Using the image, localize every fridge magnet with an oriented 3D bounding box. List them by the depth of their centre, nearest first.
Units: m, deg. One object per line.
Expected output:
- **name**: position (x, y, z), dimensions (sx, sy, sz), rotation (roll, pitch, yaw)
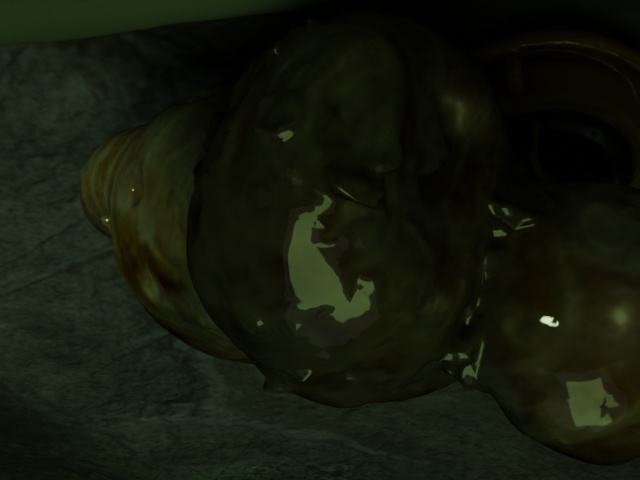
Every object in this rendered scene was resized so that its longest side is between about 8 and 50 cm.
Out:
- **fridge magnet**: position (0.126, -0.058, 0.550), dimensions (0.143, 0.063, 0.143), rotation (4, 142, 3)

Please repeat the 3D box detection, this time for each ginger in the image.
- **ginger**: position (0.000, 0.000, 0.509), dimensions (0.375, 0.176, 0.256), rotation (6, 157, 49)

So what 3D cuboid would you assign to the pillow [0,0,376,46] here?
- **pillow**: position (-0.082, -0.181, 0.349), dimensions (0.322, 0.120, 0.255), rotation (-6, 144, 12)
